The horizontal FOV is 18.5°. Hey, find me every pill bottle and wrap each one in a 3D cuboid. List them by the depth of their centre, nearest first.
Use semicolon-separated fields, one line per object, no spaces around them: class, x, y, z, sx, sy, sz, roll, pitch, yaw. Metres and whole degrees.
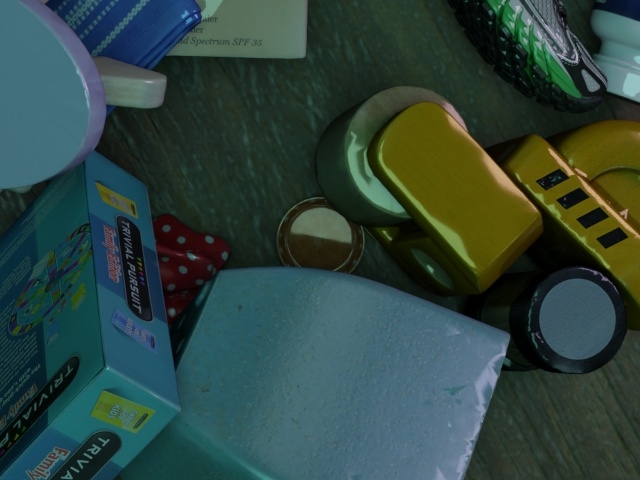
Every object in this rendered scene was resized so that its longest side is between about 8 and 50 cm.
pill bottle;0.310;-0.217;1.791;0.112;0.112;0.186;19;94;-3

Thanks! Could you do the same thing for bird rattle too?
bird rattle;-0.149;0.115;1.827;0.207;0.143;0.253;38;80;-16

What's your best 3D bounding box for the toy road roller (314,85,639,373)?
toy road roller;0.181;-0.043;1.767;0.329;0.202;0.240;44;79;-7

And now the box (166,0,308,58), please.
box;-0.078;-0.325;1.736;0.148;0.121;0.311;0;107;-1

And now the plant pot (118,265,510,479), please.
plant pot;-0.030;0.164;1.676;0.252;0.248;0.247;28;58;-10

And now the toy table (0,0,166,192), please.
toy table;-0.272;-0.146;1.652;0.274;0.161;0.252;30;113;16

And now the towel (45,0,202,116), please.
towel;-0.281;-0.248;1.737;0.243;0.040;0.336;-41;86;28

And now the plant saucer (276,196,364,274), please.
plant saucer;0.000;0.000;1.850;0.083;0.013;0.083;0;94;-2

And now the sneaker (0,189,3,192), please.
sneaker;-0.397;-0.068;1.782;0.232;0.115;0.090;3;95;-2

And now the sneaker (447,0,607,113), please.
sneaker;0.173;-0.273;1.753;0.146;0.134;0.343;-25;84;-3

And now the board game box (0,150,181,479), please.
board game box;-0.240;0.108;1.666;0.079;0.336;0.254;33;112;-28
